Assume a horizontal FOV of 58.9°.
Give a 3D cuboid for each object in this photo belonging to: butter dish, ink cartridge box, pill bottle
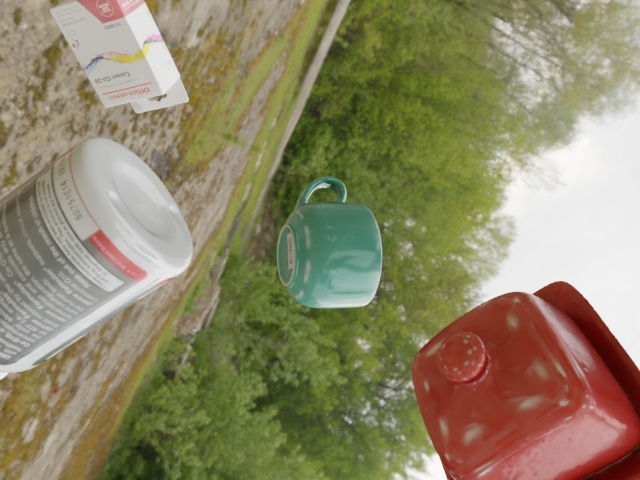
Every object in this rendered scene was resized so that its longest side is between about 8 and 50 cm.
[{"bbox_3d":[0.124,0.101,0.395,0.160,0.118,0.160,-39,-143,19],"label":"butter dish"},{"bbox_3d":[-0.297,-0.277,0.860,0.067,0.115,0.198,-72,148,-47],"label":"ink cartridge box"},{"bbox_3d":[-0.291,0.033,0.586,0.283,0.161,0.161,-32,-174,9],"label":"pill bottle"}]

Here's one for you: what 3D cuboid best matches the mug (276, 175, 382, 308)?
[{"bbox_3d":[-0.001,0.010,0.700,0.157,0.097,0.129,-116,-147,-50],"label":"mug"}]
